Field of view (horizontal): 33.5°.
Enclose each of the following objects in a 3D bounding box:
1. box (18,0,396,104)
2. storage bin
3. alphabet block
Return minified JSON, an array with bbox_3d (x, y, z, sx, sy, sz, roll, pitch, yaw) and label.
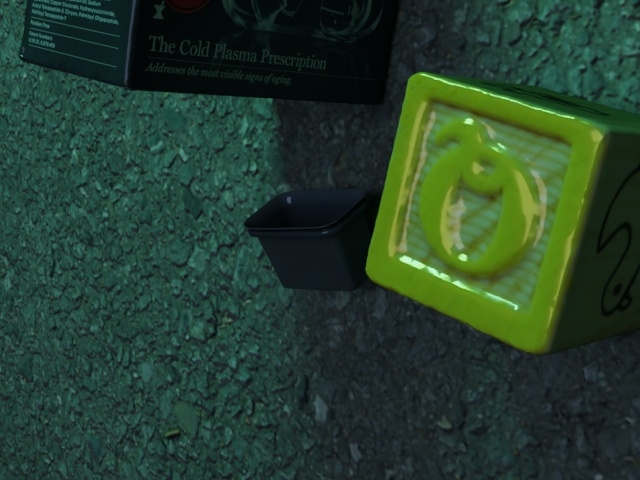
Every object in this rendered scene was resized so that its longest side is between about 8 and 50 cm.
[{"bbox_3d":[-0.087,-0.305,1.037,0.179,0.343,0.313,18,106,41],"label":"box"},{"bbox_3d":[0.000,0.000,1.160,0.135,0.098,0.091,1,122,41],"label":"storage bin"},{"bbox_3d":[0.184,-0.030,0.916,0.193,0.197,0.192,22,108,38],"label":"alphabet block"}]
